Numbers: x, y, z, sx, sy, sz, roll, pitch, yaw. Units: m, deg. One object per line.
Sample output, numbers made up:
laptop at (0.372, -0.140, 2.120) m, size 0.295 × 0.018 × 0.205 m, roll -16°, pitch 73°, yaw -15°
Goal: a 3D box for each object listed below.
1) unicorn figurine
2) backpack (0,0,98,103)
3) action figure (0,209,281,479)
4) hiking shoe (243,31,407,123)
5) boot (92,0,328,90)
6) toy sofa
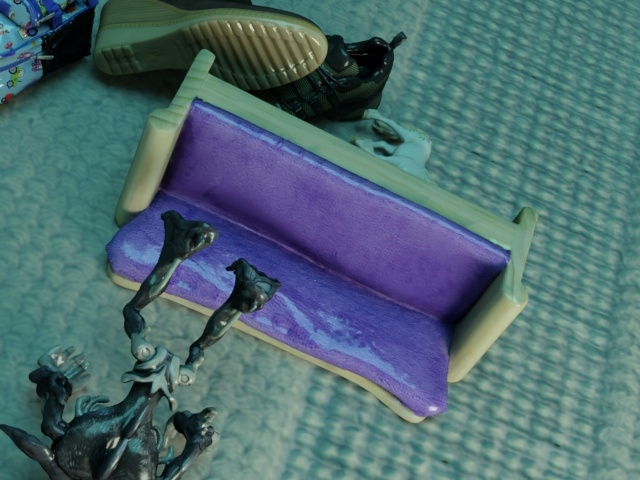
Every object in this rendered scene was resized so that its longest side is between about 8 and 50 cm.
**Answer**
unicorn figurine at (0.080, -0.074, 1.299) m, size 0.111 × 0.060 × 0.162 m, roll 25°, pitch 51°, yaw -4°
backpack at (-0.314, -0.212, 1.198) m, size 0.158 × 0.117 × 0.173 m, roll 41°, pitch 54°, yaw 10°
action figure at (-0.144, 0.123, 1.019) m, size 0.164 × 0.141 × 0.276 m, roll 33°, pitch 76°, yaw -8°
hiking shoe at (-0.019, -0.162, 1.285) m, size 0.227 × 0.114 × 0.086 m, roll -24°, pitch 67°, yaw -34°
boot at (-0.095, -0.244, 1.280) m, size 0.248 × 0.090 × 0.207 m, roll 2°, pitch 45°, yaw 17°
toy sofa at (0.000, 0.000, 1.155) m, size 0.362 × 0.150 × 0.177 m, roll 26°, pitch 49°, yaw -4°
